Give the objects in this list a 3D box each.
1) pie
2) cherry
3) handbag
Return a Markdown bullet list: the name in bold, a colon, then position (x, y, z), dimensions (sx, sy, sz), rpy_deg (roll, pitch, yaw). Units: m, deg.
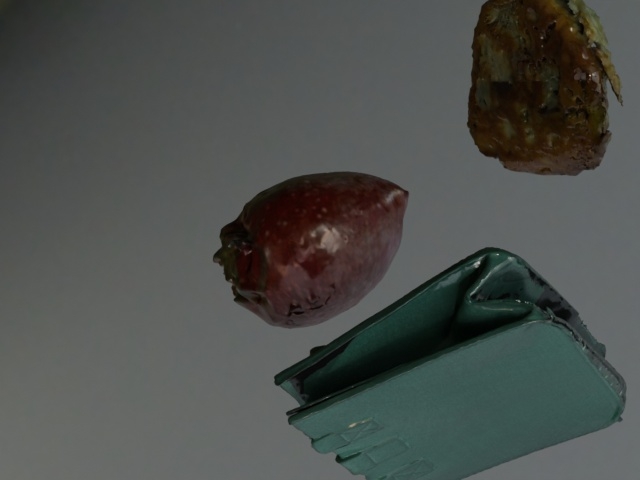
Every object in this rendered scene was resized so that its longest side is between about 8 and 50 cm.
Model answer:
- **pie**: position (0.304, -0.222, 1.975), dimensions (0.085, 0.308, 0.308), rpy_deg (-16, 180, -29)
- **cherry**: position (0.000, 0.000, 1.710), dimensions (0.250, 0.175, 0.192), rpy_deg (-29, 174, -15)
- **handbag**: position (0.127, 0.131, 1.369), dimensions (0.274, 0.269, 0.100), rpy_deg (-27, -126, 18)
